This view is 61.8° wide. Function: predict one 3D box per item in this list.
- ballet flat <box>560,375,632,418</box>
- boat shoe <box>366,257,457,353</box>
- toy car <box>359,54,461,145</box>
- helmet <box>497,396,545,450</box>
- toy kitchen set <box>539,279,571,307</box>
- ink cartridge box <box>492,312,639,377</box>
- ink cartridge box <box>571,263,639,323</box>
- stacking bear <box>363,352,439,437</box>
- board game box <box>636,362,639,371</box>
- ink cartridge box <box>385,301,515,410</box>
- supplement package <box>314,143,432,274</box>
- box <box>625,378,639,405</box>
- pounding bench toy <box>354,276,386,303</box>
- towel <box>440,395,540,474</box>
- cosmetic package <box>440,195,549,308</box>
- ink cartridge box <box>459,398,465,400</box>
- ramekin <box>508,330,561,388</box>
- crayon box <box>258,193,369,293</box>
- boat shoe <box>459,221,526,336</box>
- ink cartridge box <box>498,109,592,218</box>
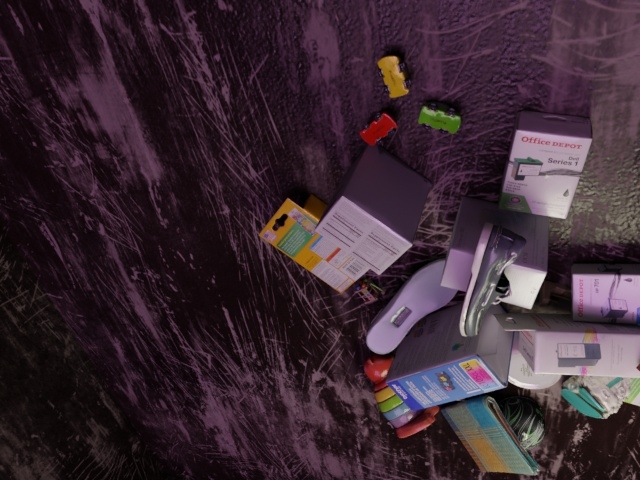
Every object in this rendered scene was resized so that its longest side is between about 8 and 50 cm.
[{"bbox_3d":[0.806,0.433,1.543,0.147,0.146,0.409,10,167,17],"label":"ballet flat"},{"bbox_3d":[0.280,0.183,1.627,0.136,0.156,0.367,38,105,-4],"label":"boat shoe"},{"bbox_3d":[0.224,-0.312,1.269,0.225,0.053,0.239,19,135,7],"label":"toy car"},{"bbox_3d":[0.674,0.632,1.816,0.170,0.161,0.169,13,133,14],"label":"helmet"},{"bbox_3d":[0.648,0.167,1.482,0.083,0.075,0.068,17,135,9],"label":"toy kitchen set"},{"bbox_3d":[0.652,0.271,1.419,0.354,0.207,0.119,1,95,10],"label":"ink cartridge box"},{"bbox_3d":[0.753,0.136,1.380,0.191,0.082,0.139,-2,108,23],"label":"ink cartridge box"},{"bbox_3d":[0.261,0.524,1.881,0.164,0.175,0.289,-36,79,17],"label":"stacking bear"},{"bbox_3d":[0.891,0.228,1.255,0.145,0.027,0.281,30,103,-4],"label":"board game box"},{"bbox_3d":[0.370,0.349,1.629,0.395,0.270,0.151,-29,108,39],"label":"ink cartridge box"},{"bbox_3d":[0.139,-0.088,1.355,0.204,0.261,0.145,34,134,-7],"label":"supplement package"},{"bbox_3d":[1.032,0.414,1.540,0.322,0.058,0.232,14,133,11],"label":"box"},{"bbox_3d":[0.161,0.152,1.703,0.083,0.052,0.065,-27,114,38],"label":"pounding bench toy"},{"bbox_3d":[0.563,0.667,1.826,0.271,0.040,0.370,57,160,13],"label":"towel"},{"bbox_3d":[0.439,0.023,1.345,0.225,0.224,0.138,13,133,13],"label":"cosmetic package"},{"bbox_3d":[0.440,0.507,1.885,0.135,0.056,0.099,2,130,23],"label":"ink cartridge box"},{"bbox_3d":[0.638,0.359,1.631,0.207,0.109,0.207,13,132,14],"label":"ramekin"},{"bbox_3d":[0.000,0.000,1.622,0.323,0.083,0.203,35,134,-9],"label":"crayon box"},{"bbox_3d":[0.383,0.107,1.206,0.099,0.116,0.319,14,128,18],"label":"boat shoe"},{"bbox_3d":[0.512,-0.173,1.232,0.160,0.092,0.219,10,133,16],"label":"ink cartridge box"}]
